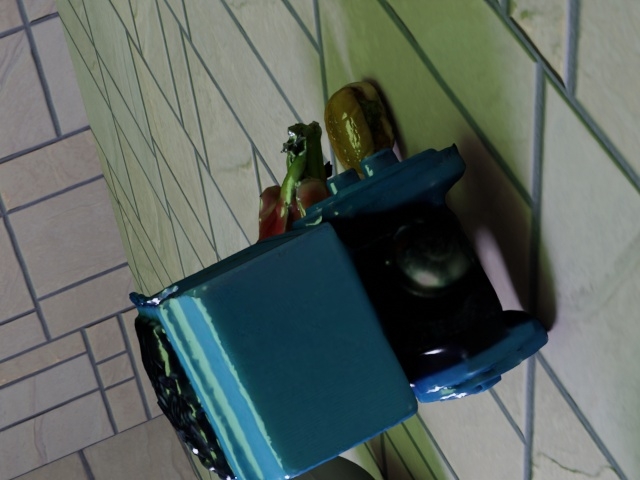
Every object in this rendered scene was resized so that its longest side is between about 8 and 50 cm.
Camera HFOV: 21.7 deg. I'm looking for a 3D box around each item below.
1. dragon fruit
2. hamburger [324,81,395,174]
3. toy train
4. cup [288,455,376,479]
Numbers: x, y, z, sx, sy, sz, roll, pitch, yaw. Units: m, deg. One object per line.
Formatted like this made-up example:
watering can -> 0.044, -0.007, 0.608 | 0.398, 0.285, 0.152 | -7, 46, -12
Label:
dragon fruit -> -0.001, 0.003, 1.437 | 0.235, 0.135, 0.137 | 86, 162, -45
hamburger -> 0.031, -0.089, 1.342 | 0.076, 0.044, 0.083 | 66, 165, 1
toy train -> 0.001, 0.058, 1.205 | 0.188, 0.265, 0.300 | 65, 170, -2
cup -> -0.009, 0.408, 1.764 | 0.237, 0.323, 0.327 | 48, 176, -20
